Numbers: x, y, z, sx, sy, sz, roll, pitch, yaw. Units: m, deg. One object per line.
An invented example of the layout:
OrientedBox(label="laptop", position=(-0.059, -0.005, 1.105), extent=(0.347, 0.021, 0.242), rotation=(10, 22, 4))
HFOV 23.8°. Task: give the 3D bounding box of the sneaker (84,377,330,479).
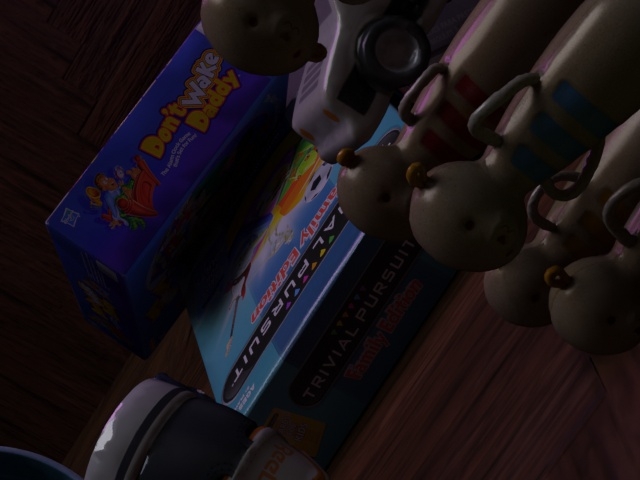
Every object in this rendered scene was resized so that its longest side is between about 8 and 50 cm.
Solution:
OrientedBox(label="sneaker", position=(-0.061, 0.221, 0.874), extent=(0.321, 0.127, 0.126), rotation=(94, -158, -47))

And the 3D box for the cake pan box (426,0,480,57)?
OrientedBox(label="cake pan box", position=(0.121, -0.226, 1.199), extent=(0.246, 0.070, 0.267), rotation=(-23, 19, 16))

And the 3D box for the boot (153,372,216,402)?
OrientedBox(label="boot", position=(-0.143, 0.184, 1.567), extent=(0.069, 0.086, 0.190), rotation=(-59, 8, -6))

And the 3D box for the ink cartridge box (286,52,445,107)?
OrientedBox(label="ink cartridge box", position=(0.046, -0.221, 1.496), extent=(0.117, 0.207, 0.283), rotation=(-46, 14, 49))

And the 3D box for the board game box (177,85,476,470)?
OrientedBox(label="board game box", position=(0.000, 0.000, 1.192), extent=(0.254, 0.079, 0.336), rotation=(-57, 19, 9))

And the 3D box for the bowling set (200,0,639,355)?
OrientedBox(label="bowling set", position=(0.092, -0.023, 0.583), extent=(0.154, 0.287, 0.200), rotation=(-48, 38, 12))

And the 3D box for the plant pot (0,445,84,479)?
OrientedBox(label="plant pot", position=(-0.308, 0.364, 1.375), extent=(0.255, 0.272, 0.271), rotation=(106, -172, -56))

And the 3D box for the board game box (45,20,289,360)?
OrientedBox(label="board game box", position=(-0.128, -0.037, 1.363), extent=(0.233, 0.078, 0.347), rotation=(-54, -6, -15))

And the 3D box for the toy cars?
OrientedBox(label="toy cars", position=(0.079, -0.214, 0.731), extent=(0.393, 0.087, 0.176), rotation=(-55, 9, 28))
